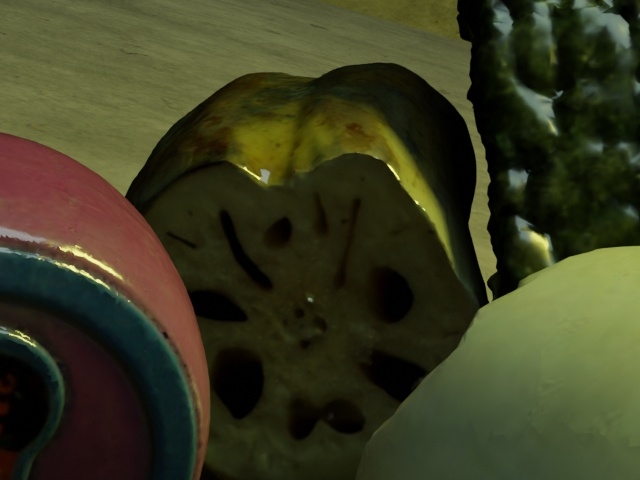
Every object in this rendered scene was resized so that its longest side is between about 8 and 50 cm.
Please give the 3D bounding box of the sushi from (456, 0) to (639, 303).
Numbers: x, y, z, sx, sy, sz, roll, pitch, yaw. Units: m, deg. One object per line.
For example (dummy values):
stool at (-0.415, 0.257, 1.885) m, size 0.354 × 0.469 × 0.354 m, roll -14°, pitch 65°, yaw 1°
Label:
sushi at (0.189, -0.037, 0.805) m, size 0.178 × 0.352 × 0.294 m, roll -7°, pitch -16°, yaw 8°

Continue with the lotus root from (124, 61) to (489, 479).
lotus root at (0.000, 0.000, 0.850) m, size 0.250 × 0.250 × 0.346 m, roll 16°, pitch 23°, yaw 1°

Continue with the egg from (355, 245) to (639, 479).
egg at (0.182, 0.154, 0.506) m, size 0.336 × 0.278 × 0.278 m, roll 31°, pitch 24°, yaw 28°

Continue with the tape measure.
tape measure at (-0.174, 0.066, 0.546) m, size 0.245 × 0.231 × 0.149 m, roll 13°, pitch 19°, yaw -22°
